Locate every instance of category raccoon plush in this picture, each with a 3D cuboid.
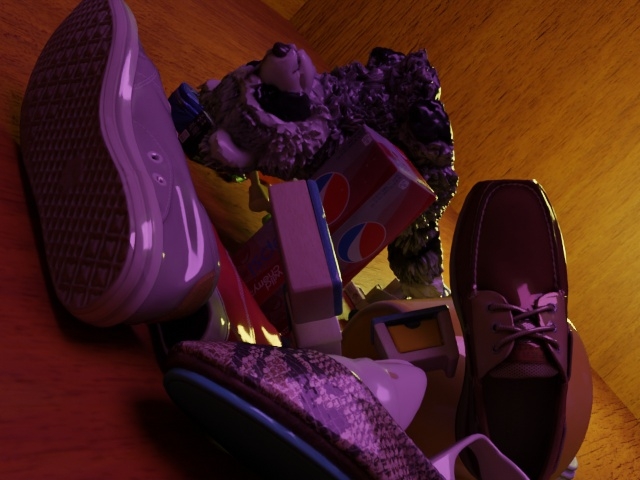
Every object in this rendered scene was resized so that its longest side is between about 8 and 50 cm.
[{"bbox_3d":[0.013,-0.055,1.123,0.216,0.299,0.446,-109,-172,-63],"label":"raccoon plush"}]

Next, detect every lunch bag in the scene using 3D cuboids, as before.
[{"bbox_3d":[-0.196,-0.200,1.363,0.098,0.065,0.067,37,17,-28],"label":"lunch bag"}]

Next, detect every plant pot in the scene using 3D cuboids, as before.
[{"bbox_3d":[0.150,0.171,1.026,0.239,0.254,0.254,13,32,-35],"label":"plant pot"}]

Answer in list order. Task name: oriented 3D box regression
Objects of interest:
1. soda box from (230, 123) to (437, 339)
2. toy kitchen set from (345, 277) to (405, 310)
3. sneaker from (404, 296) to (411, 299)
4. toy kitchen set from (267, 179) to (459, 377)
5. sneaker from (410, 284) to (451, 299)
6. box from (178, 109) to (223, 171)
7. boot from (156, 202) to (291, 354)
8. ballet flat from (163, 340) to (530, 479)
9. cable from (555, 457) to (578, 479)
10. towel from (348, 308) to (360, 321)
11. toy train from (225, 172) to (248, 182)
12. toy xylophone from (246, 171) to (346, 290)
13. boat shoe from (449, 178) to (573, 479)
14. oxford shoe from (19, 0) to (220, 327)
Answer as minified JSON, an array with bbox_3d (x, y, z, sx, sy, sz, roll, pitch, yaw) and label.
[{"bbox_3d":[0.000,0.000,0.974,0.083,0.263,0.092,28,24,-46],"label":"soda box"},{"bbox_3d":[0.081,0.074,1.351,0.068,0.083,0.075,29,22,-48],"label":"toy kitchen set"},{"bbox_3d":[0.165,0.111,1.557,0.089,0.051,0.170,47,20,5],"label":"sneaker"},{"bbox_3d":[0.047,0.044,0.816,0.207,0.166,0.122,87,-9,-52],"label":"toy kitchen set"},{"bbox_3d":[0.177,0.148,1.286,0.283,0.110,0.122,-105,178,-65],"label":"sneaker"},{"bbox_3d":[-0.166,-0.152,1.322,0.052,0.062,0.083,54,17,27],"label":"box"},{"bbox_3d":[-0.100,0.065,0.905,0.176,0.088,0.244,38,20,-42],"label":"boot"},{"bbox_3d":[0.080,0.224,0.757,0.483,0.182,0.164,46,-30,-3],"label":"ballet flat"},{"bbox_3d":[0.292,0.286,1.350,0.257,0.089,0.257,52,16,24],"label":"cable"},{"bbox_3d":[0.092,0.142,1.309,0.119,0.029,0.067,28,22,-48],"label":"towel"},{"bbox_3d":[-0.132,-0.105,1.383,0.024,0.017,0.083,56,15,-1],"label":"toy train"},{"bbox_3d":[-0.054,-0.070,1.241,0.236,0.081,0.323,34,32,-41],"label":"toy xylophone"},{"bbox_3d":[0.197,0.102,0.841,0.120,0.122,0.324,-106,-168,-82],"label":"boat shoe"},{"bbox_3d":[-0.203,-0.088,0.863,0.130,0.169,0.449,27,31,-43],"label":"oxford shoe"}]
